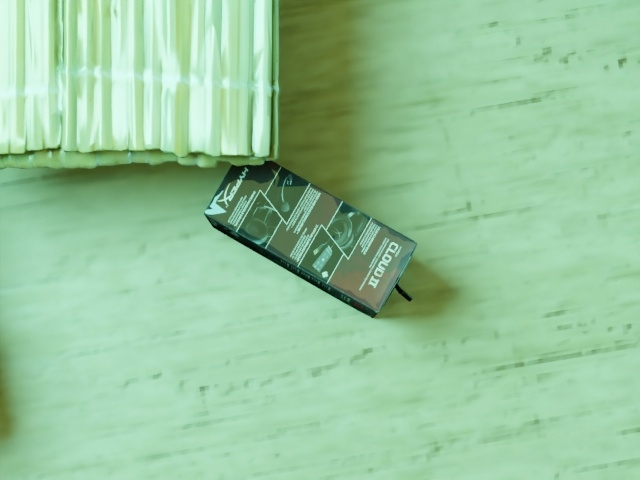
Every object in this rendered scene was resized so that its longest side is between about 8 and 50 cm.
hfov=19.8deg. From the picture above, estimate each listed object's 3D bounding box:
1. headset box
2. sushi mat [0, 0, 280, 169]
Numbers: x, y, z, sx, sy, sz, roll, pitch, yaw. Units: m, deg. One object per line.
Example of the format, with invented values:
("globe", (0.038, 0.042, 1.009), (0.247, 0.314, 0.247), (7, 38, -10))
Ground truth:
("headset box", (0.000, 0.000, 0.701), (0.083, 0.062, 0.032), (31, 86, 1))
("sushi mat", (-0.090, -0.182, 0.653), (0.151, 0.019, 0.316), (0, 88, 2))
